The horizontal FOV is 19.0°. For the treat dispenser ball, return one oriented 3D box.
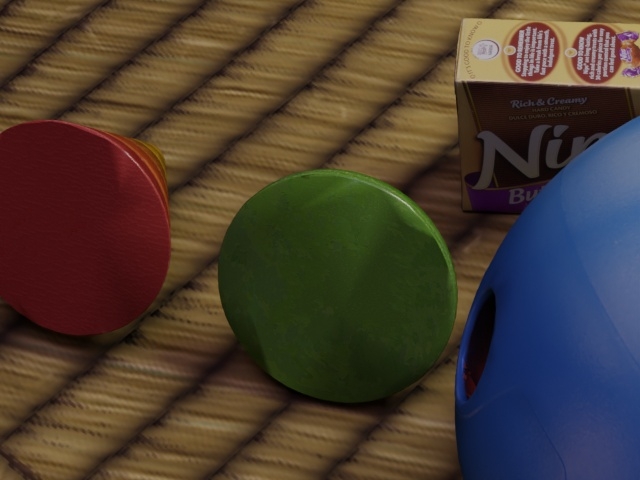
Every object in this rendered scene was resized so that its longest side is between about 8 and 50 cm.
[{"bbox_3d":[0.200,0.075,0.803,0.288,0.288,0.288,-3,51,4],"label":"treat dispenser ball"}]

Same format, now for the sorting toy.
[{"bbox_3d":[0.000,0.000,1.031,0.365,0.127,0.126,12,24,13],"label":"sorting toy"}]

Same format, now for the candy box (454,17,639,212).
[{"bbox_3d":[0.168,-0.064,1.035,0.186,0.109,0.053,2,52,8],"label":"candy box"}]
